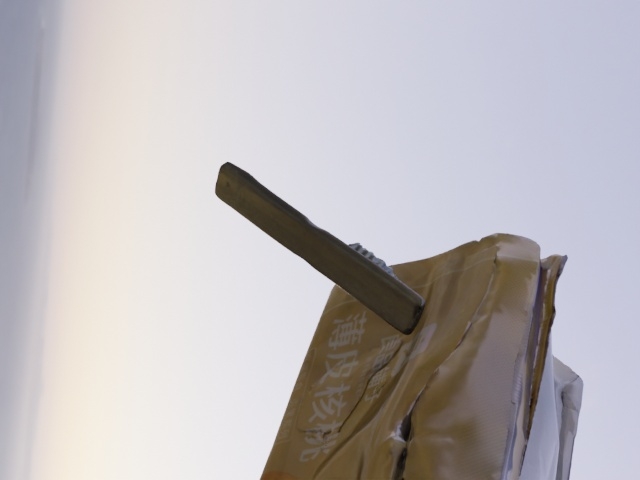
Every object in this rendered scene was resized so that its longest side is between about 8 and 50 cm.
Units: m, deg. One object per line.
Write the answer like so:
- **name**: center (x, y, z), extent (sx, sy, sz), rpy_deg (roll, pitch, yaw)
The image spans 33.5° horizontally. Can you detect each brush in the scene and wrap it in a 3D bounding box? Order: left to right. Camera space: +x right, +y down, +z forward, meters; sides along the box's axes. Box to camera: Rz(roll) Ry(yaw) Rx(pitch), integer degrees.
- **brush**: center (0.000, 0.000, 0.751), extent (0.190, 0.027, 0.034), rpy_deg (35, -53, 25)

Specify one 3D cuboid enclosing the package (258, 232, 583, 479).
- **package**: center (0.074, 0.125, 0.716), extent (0.311, 0.221, 0.165), rpy_deg (-65, 165, -48)
